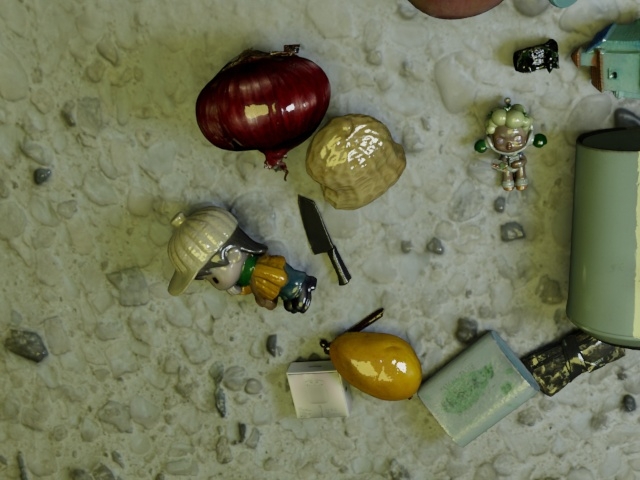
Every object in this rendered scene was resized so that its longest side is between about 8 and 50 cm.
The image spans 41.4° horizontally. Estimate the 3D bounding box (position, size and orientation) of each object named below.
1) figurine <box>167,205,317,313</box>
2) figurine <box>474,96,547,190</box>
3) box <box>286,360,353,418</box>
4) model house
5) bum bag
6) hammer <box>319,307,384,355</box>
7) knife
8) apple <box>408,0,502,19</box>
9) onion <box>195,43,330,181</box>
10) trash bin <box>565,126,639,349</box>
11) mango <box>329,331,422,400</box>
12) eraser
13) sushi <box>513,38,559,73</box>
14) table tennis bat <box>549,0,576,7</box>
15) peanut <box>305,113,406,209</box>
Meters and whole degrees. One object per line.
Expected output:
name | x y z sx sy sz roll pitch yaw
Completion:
figurine | -0.172 0.040 1.848 0.332 0.185 0.205 10 79 -17
figurine | 0.390 -0.191 1.734 0.147 0.093 0.197 -4 111 18
box | -0.002 0.351 1.985 0.130 0.051 0.129 -6 112 16
model house | 0.572 -0.358 1.659 0.148 0.119 0.148 10 138 27
bum bag | 0.574 0.259 1.899 0.248 0.069 0.102 -34 68 17
hammer | 0.081 0.212 1.956 0.178 0.021 0.065 -37 104 14
knife | 0.000 0.000 1.882 0.060 0.028 0.231 -17 107 24
apple | 0.250 -0.559 1.532 0.305 0.235 0.306 2 110 5
onion | -0.105 -0.238 1.671 0.272 0.273 0.285 -10 106 9
trash bin | 0.635 0.005 1.693 0.280 0.280 0.432 -3 107 6
mango | 0.127 0.276 1.919 0.227 0.109 0.147 27 88 -7
eraser | 0.355 0.338 1.926 0.227 0.081 0.174 -42 79 19
sushi | 0.426 -0.360 1.672 0.083 0.085 0.056 -5 109 8
table tennis bat | 0.450 -0.505 1.552 0.040 0.244 0.153 36 119 32
peanut | 0.071 -0.163 1.732 0.196 0.110 0.233 -34 146 5
